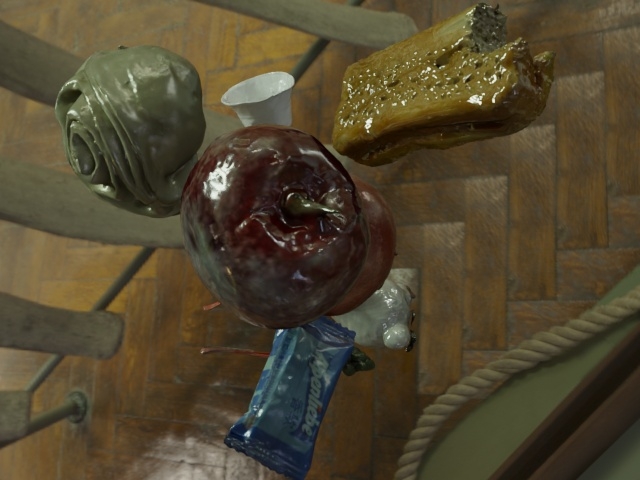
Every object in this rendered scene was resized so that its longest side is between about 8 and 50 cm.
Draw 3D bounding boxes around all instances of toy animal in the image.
[{"bbox_3d":[0.067,0.155,1.758,0.194,0.357,0.258,-66,17,2],"label":"toy animal"}]

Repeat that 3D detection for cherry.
[{"bbox_3d":[-0.061,-0.010,0.782,0.230,0.203,0.300,56,147,1],"label":"cherry"}]

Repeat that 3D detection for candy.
[{"bbox_3d":[-0.050,0.281,1.308,0.077,0.187,0.331,-34,29,57],"label":"candy"}]

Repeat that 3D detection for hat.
[{"bbox_3d":[-0.146,-0.342,1.741,0.203,0.126,0.203,-12,34,8],"label":"hat"}]

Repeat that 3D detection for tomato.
[{"bbox_3d":[0.000,0.000,1.197,0.265,0.265,0.265,-6,77,27],"label":"tomato"}]

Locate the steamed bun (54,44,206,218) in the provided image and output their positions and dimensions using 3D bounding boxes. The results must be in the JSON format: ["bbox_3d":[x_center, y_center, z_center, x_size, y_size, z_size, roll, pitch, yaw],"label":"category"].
[{"bbox_3d":[-0.368,-0.203,1.219,0.324,0.219,0.309,31,123,39],"label":"steamed bun"}]

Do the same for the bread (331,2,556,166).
[{"bbox_3d":[0.159,-0.213,0.932,0.380,0.109,0.185,-4,67,58],"label":"bread"}]

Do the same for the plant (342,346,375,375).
[{"bbox_3d":[0.050,0.277,1.573,0.087,0.174,0.085,-58,35,20],"label":"plant"}]

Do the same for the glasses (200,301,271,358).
[{"bbox_3d":[-0.203,0.242,1.948,0.268,0.118,0.234,8,126,-3],"label":"glasses"}]
